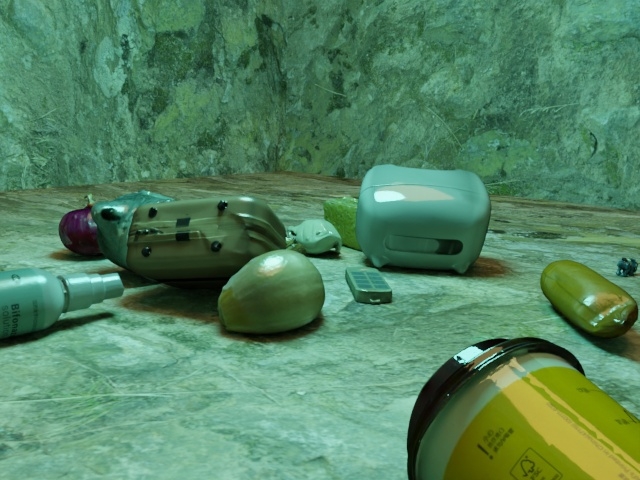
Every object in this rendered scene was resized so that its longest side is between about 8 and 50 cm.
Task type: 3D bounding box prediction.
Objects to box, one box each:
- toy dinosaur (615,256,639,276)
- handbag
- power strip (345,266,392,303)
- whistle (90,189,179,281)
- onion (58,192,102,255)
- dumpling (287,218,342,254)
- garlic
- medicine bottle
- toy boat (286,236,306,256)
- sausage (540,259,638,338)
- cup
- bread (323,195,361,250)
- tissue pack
[{"bbox_3d":[0.774,0.064,1.537,0.083,0.047,0.030,-4,14,-29],"label":"toy dinosaur"},{"bbox_3d":[-0.211,0.020,1.254,0.302,0.149,0.283,-5,-18,19],"label":"handbag"},{"bbox_3d":[0.103,0.093,1.348,0.080,0.029,0.227,0,12,-5],"label":"power strip"},{"bbox_3d":[-0.339,-0.024,1.446,0.405,0.188,0.168,-12,17,-42],"label":"whistle"},{"bbox_3d":[-0.582,-0.032,1.575,0.177,0.153,0.177,11,20,-4],"label":"onion"},{"bbox_3d":[0.001,0.001,1.672,0.169,0.100,0.134,-16,-36,31],"label":"dumpling"},{"bbox_3d":[-0.075,0.097,1.124,0.164,0.145,0.245,-28,-11,36],"label":"garlic"},{"bbox_3d":[-0.504,0.103,1.019,0.352,0.110,0.110,-10,16,-43],"label":"medicine bottle"},{"bbox_3d":[-0.093,0.041,1.486,0.088,0.068,0.226,12,13,10],"label":"toy boat"},{"bbox_3d":[0.503,0.114,1.128,0.112,0.112,0.328,2,12,1],"label":"sausage"},{"bbox_3d":[0.205,0.208,0.472,0.196,0.196,0.280,-4,22,-27],"label":"cup"},{"bbox_3d":[0.101,-0.049,1.780,0.102,0.138,0.196,-19,22,-32],"label":"bread"},{"bbox_3d":[0.256,-0.050,1.540,0.333,0.229,0.236,4,42,3],"label":"tissue pack"}]
